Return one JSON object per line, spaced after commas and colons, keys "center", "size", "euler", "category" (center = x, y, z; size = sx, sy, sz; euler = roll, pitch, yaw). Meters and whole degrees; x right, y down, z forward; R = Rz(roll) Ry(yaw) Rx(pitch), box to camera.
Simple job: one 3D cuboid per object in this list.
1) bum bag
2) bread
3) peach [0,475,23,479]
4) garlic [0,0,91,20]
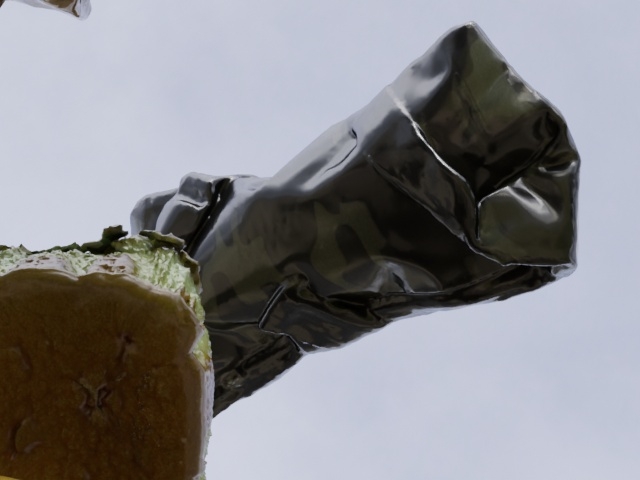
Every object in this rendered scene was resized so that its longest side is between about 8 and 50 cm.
{"center": [0.000, 0.000, 0.902], "size": [0.340, 0.095, 0.144], "euler": [-26, -108, 37], "category": "bum bag"}
{"center": [-0.112, 0.068, 0.739], "size": [0.128, 0.069, 0.140], "euler": [-1, -72, -2], "category": "bread"}
{"center": [-0.141, 0.223, 0.538], "size": [0.373, 0.372, 0.290], "euler": [8, -98, 10], "category": "peach"}
{"center": [-0.123, -0.251, 0.683], "size": [0.132, 0.279, 0.325], "euler": [27, -77, 24], "category": "garlic"}
